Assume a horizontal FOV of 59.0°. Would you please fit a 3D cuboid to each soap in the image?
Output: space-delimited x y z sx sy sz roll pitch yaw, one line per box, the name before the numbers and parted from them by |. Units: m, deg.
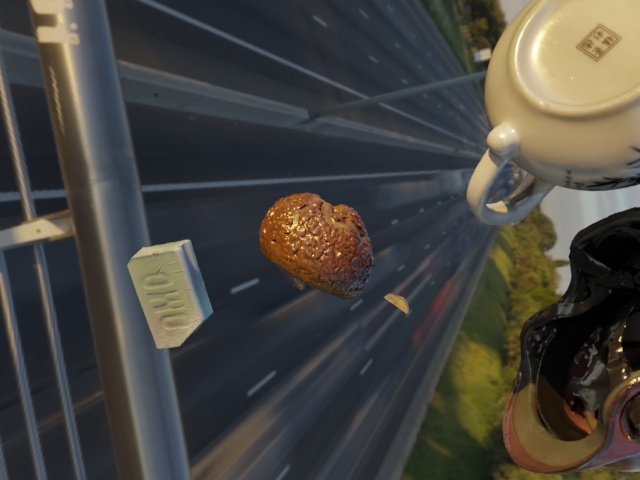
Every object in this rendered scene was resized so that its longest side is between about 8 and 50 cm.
soap | -0.418 0.153 1.597 0.095 0.172 0.290 -68 146 -68

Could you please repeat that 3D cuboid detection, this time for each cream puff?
cream puff | 0.000 0.000 1.385 0.212 0.303 0.303 -61 161 9

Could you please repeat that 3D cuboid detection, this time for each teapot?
teapot | 0.245 -0.133 0.517 0.166 0.300 0.208 1 47 -53

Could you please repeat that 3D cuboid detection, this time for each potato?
potato | 0.243 0.184 1.733 0.037 0.093 0.036 -7 125 -51

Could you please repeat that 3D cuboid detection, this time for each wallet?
wallet | -0.106 0.100 1.849 0.152 0.038 0.118 32 -22 56

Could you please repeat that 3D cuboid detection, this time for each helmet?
helmet | 0.376 0.137 0.659 0.271 0.197 0.338 -113 -135 -85
